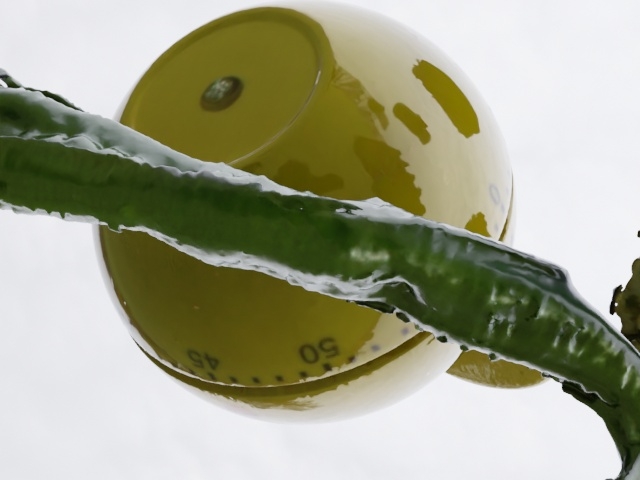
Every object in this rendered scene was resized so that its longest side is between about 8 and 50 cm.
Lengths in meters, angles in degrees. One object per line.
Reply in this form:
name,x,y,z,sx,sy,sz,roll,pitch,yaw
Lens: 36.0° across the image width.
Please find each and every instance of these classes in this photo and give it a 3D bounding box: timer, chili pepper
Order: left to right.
chili pepper,-0.011,0.007,0.442,0.359,0.085,0.076,23,-49,11
timer,0.000,0.000,0.830,0.376,0.376,0.387,25,-23,38

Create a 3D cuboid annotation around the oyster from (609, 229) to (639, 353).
oyster,0.284,0.121,0.733,0.094,0.166,0.294,-7,-66,2
